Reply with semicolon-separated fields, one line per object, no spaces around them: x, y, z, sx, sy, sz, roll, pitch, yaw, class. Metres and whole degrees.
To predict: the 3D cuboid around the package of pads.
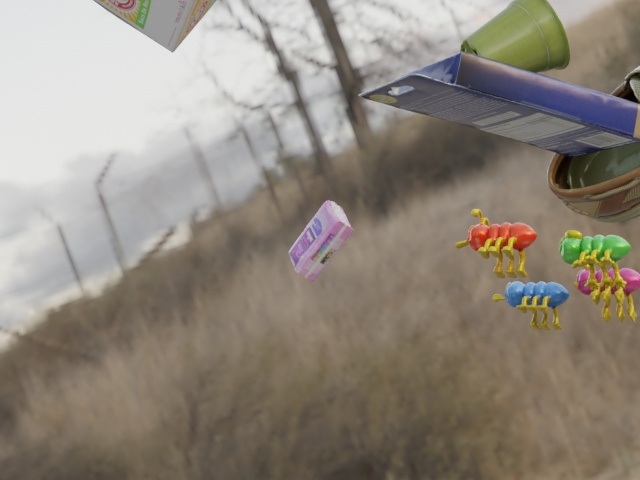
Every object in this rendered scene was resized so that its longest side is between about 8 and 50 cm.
0.000;0.000;1.828;0.083;0.032;0.050;-53;29;18;package of pads

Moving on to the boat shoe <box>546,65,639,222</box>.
0.353;-0.130;1.555;0.324;0.122;0.120;-45;-28;26;boat shoe

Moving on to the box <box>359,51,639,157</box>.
0.161;-0.123;1.419;0.225;0.036;0.136;13;-7;-19;box

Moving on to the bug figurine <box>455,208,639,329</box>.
0.304;0.037;2.071;0.216;0.072;0.279;1;-24;22;bug figurine

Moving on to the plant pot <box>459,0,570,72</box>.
0.173;-0.178;1.472;0.079;0.083;0.083;-28;0;-14;plant pot

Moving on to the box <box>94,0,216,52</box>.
-0.130;-0.294;1.508;0.114;0.103;0.203;-56;-1;-36;box
